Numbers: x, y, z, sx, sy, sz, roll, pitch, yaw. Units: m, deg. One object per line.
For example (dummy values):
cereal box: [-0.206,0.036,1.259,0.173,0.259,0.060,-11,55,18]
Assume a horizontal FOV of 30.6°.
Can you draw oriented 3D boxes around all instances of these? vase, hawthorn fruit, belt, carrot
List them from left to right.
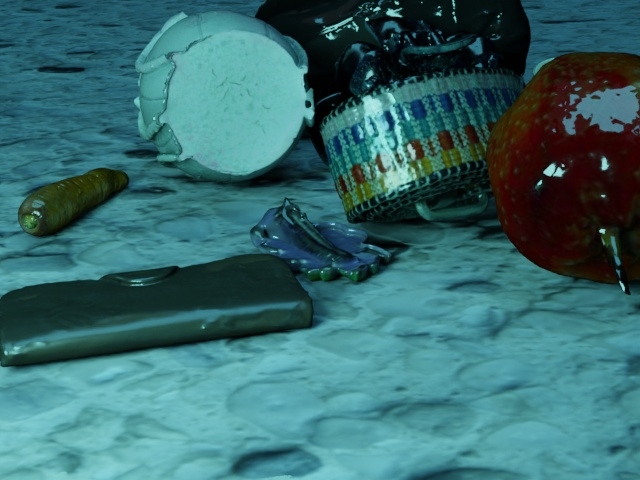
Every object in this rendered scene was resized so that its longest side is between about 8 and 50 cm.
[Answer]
carrot: [-0.317,-0.061,1.536,0.059,0.059,0.248,5,19,20]
vase: [-0.152,-0.217,1.676,0.249,0.250,0.445,-7,13,-12]
belt: [0.142,-0.101,1.405,0.295,0.161,0.206,-8,-12,-47]
hawthorn fruit: [0.300,-0.048,1.212,0.254,0.254,0.300,-1,48,4]

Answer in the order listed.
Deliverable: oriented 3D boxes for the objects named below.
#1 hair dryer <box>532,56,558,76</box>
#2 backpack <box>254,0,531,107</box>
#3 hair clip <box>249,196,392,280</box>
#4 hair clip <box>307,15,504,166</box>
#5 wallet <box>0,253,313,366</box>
hair dryer: [0.333,-0.135,1.634,0.069,0.128,0.255,-3,41,17]
backpack: [0.104,-0.328,1.880,0.445,0.255,0.363,-11,-8,6]
hair clip: [-0.001,-0.001,1.344,0.124,0.052,0.195,-21,32,-28]
hair clip: [0.139,-0.201,1.632,0.310,0.206,0.194,-11,22,-22]
wallet: [-0.172,0.066,1.191,0.309,0.042,0.165,-8,22,-13]
